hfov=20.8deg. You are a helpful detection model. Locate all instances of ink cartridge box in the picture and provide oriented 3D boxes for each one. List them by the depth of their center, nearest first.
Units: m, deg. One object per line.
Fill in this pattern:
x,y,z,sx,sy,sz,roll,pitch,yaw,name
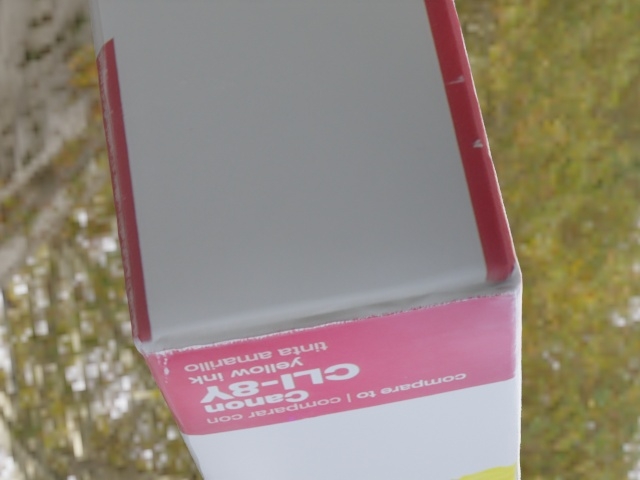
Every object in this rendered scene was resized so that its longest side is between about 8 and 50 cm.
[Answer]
0.000,0.000,0.894,0.160,0.385,0.279,-12,-118,1,ink cartridge box
